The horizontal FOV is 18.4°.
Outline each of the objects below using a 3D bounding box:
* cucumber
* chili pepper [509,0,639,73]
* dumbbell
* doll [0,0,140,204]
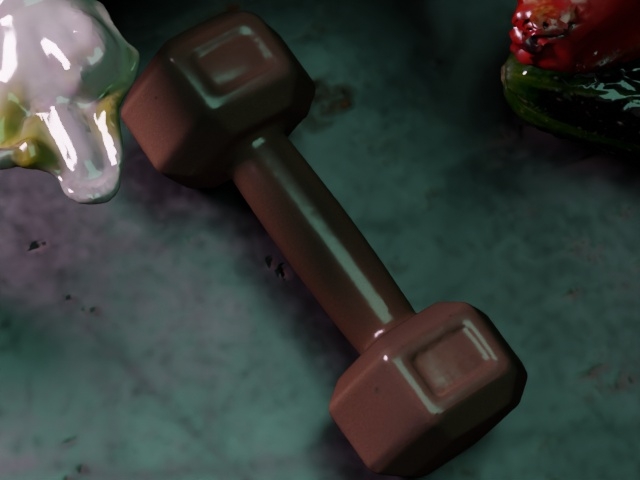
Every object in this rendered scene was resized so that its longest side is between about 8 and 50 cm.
[{"bbox_3d":[0.207,-0.062,0.983,0.241,0.074,0.074,10,64,-2],"label":"cucumber"},{"bbox_3d":[0.227,-0.173,0.998,0.387,0.110,0.110,-26,72,-34],"label":"chili pepper"},{"bbox_3d":[0.000,0.000,0.907,0.092,0.082,0.231,-30,74,-23],"label":"dumbbell"},{"bbox_3d":[-0.098,-0.195,0.914,0.423,0.161,0.348,-35,63,-20],"label":"doll"}]
